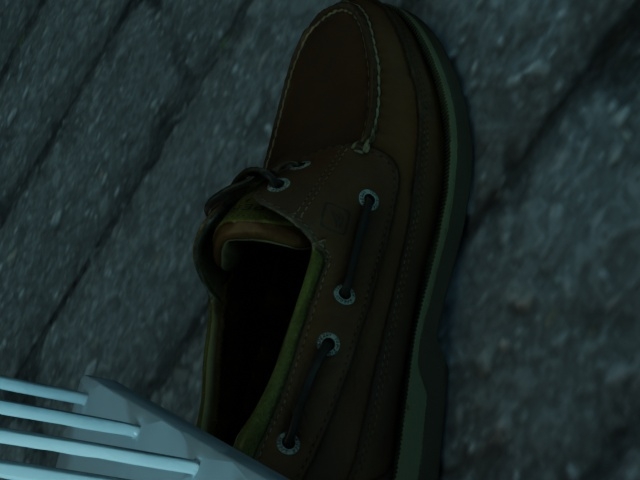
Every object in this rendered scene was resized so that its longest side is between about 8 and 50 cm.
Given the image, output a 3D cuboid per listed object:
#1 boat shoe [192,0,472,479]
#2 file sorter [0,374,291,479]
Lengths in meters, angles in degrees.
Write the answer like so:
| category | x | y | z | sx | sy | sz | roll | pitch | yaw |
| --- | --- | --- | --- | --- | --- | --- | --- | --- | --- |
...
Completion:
| category | x | y | z | sx | sy | sz | roll | pitch | yaw |
| --- | --- | --- | --- | --- | --- | --- | --- | --- | --- |
| boat shoe | 0.000 | 0.000 | 0.825 | 0.110 | 0.104 | 0.307 | -35 | 44 | 44 |
| file sorter | -0.130 | 0.162 | 0.683 | 0.277 | 0.173 | 0.193 | 16 | 91 | 59 |
